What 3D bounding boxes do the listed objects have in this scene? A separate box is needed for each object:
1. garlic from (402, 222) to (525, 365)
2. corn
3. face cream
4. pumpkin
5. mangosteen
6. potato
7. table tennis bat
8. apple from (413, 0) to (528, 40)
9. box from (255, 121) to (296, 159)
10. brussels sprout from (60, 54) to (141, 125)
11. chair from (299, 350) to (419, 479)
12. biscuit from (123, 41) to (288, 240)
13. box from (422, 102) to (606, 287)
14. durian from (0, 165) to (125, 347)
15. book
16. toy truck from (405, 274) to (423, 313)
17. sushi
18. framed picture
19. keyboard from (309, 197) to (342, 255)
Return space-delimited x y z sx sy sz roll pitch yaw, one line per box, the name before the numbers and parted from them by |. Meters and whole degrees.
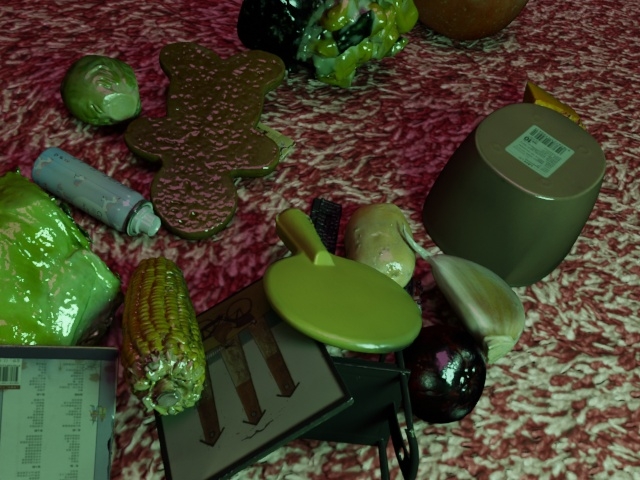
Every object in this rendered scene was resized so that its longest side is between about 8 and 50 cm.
garlic | 0.235 0.080 1.162 0.128 0.148 0.266 -35 59 -12
corn | -0.223 0.118 0.983 0.115 0.115 0.318 -4 27 -16
face cream | -0.372 -0.076 1.192 0.229 0.075 0.075 28 51 11
pumpkin | 0.471 -0.219 1.478 0.131 0.126 0.248 21 33 -3
mangosteen | 0.170 0.198 1.060 0.153 0.152 0.152 6 51 -8
potato | 0.100 0.015 1.203 0.119 0.109 0.178 16 49 -18
table tennis bat | 0.006 0.052 1.041 0.224 0.054 0.368 4 28 -26
apple | 0.342 -0.654 1.691 0.349 0.277 0.348 7 47 -8
box | -0.128 -0.201 1.384 0.149 0.020 0.073 30 51 13
brussels sprout | -0.411 -0.283 1.324 0.155 0.117 0.155 1 37 0
chair | 0.044 0.216 0.961 0.141 0.154 0.260 8 30 -6
biscuit | -0.214 -0.186 1.313 0.283 0.064 0.431 7 62 -7
box | 0.360 -0.095 1.285 0.301 0.216 0.301 8 49 -9
durian | -0.418 0.068 0.987 0.256 0.204 0.339 29 51 -4
book | -0.339 0.246 0.886 0.158 0.026 0.231 4 89 -13
toy truck | 0.159 0.097 1.204 0.032 0.024 0.083 -5 48 12
sushi | 0.026 -0.472 1.450 0.285 0.328 0.329 42 53 7
framed picture | -0.114 0.173 0.942 0.244 0.013 0.324 -31 32 -3
keyboard | 0.000 0.000 1.253 0.060 0.018 0.195 14 50 -5
